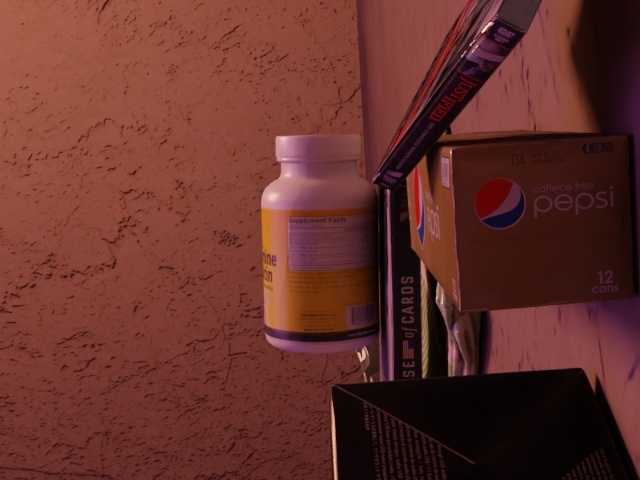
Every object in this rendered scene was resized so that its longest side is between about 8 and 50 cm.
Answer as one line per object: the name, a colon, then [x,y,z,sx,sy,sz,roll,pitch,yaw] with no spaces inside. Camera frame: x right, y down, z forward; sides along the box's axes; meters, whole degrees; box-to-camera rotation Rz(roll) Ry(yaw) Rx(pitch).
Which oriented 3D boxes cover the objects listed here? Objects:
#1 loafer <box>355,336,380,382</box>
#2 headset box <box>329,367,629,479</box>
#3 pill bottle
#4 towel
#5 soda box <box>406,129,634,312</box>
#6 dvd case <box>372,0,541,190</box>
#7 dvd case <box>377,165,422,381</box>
loafer: [0.084,0.134,1.255,0.084,0.096,0.267,76,-174,-50]
headset box: [0.068,0.232,0.385,0.218,0.110,0.293,-92,-2,-59]
pill bottle: [0.000,0.000,0.860,0.103,0.103,0.184,-87,-4,-84]
towel: [0.100,0.075,0.859,0.324,0.038,0.247,85,-178,-45]
soda box: [0.074,-0.016,0.415,0.181,0.061,0.058,-90,-4,-83]
dvd case: [0.058,-0.076,0.356,0.087,0.013,0.119,-62,3,-26]
dvd case: [0.068,0.060,0.855,0.179,0.030,0.238,-87,-5,-80]
